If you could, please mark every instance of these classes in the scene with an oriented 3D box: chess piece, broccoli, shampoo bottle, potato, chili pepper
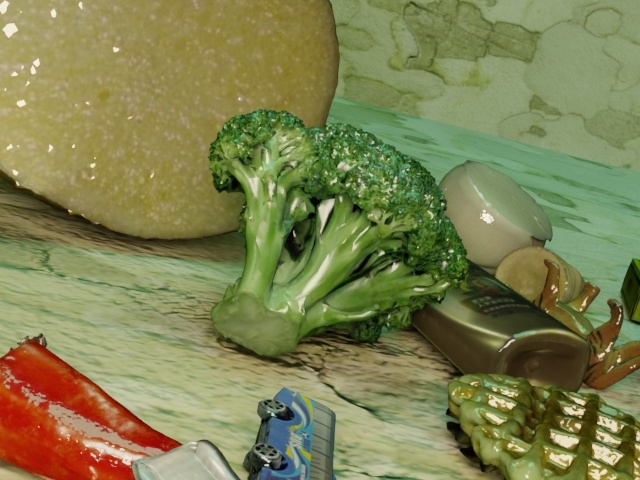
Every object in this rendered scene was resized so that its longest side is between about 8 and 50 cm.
[{"bbox_3d":[0.290,0.056,1.231,0.090,0.090,0.200,22,6,27],"label":"chess piece"},{"bbox_3d":[0.000,0.000,0.887,0.261,0.269,0.242,35,50,-5],"label":"broccoli"},{"bbox_3d":[0.139,0.064,1.024,0.125,0.084,0.350,6,16,-22],"label":"shampoo bottle"},{"bbox_3d":[-0.239,-0.217,1.134,0.442,0.386,0.319,18,-1,-30],"label":"potato"},{"bbox_3d":[-0.128,0.126,0.593,0.168,0.065,0.088,24,33,15],"label":"chili pepper"}]

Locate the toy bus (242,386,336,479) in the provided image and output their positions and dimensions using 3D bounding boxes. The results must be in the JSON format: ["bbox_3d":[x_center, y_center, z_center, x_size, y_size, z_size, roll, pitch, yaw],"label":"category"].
[{"bbox_3d":[-0.021,0.147,0.626,0.061,0.051,0.153,20,14,-4],"label":"toy bus"}]

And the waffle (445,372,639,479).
[{"bbox_3d":[0.203,0.164,0.764,0.207,0.054,0.214,7,17,-27],"label":"waffle"}]

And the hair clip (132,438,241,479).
[{"bbox_3d":[-0.018,0.179,0.472,0.218,0.071,0.159,20,21,33],"label":"hair clip"}]

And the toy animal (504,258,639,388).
[{"bbox_3d":[0.273,0.094,1.030,0.056,0.099,0.241,22,12,-40],"label":"toy animal"}]

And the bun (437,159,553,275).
[{"bbox_3d":[0.221,-0.020,1.336,0.172,0.120,0.173,31,27,-18],"label":"bun"}]

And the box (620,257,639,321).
[{"bbox_3d":[0.529,0.095,1.322,0.219,0.064,0.141,18,15,6],"label":"box"}]
